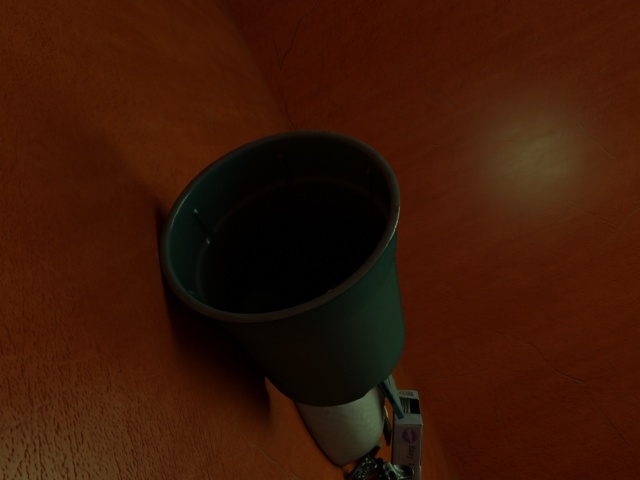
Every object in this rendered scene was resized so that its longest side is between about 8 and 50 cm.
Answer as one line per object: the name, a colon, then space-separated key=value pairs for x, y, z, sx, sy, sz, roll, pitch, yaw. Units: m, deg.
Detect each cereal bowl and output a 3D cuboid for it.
cereal bowl: x=0.040 y=0.270 z=1.443 sx=0.339 sy=0.141 sz=0.339 roll=-25 pitch=90 yaw=-83

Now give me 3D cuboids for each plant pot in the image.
plant pot: x=-0.019 y=0.068 z=1.092 sx=0.334 sy=0.341 sz=0.341 roll=67 pitch=3 yaw=-48

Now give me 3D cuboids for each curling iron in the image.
curling iron: x=0.107 y=0.483 z=1.501 sx=0.035 sy=0.068 sz=0.274 roll=42 pitch=0 yaw=20

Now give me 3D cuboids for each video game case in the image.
video game case: x=0.120 y=0.260 z=1.420 sx=0.166 sy=0.015 sz=0.119 roll=62 pitch=9 yaw=-25

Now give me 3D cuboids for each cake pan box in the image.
cake pan box: x=0.194 y=0.494 z=1.627 sx=0.246 sy=0.070 sz=0.267 roll=-63 pitch=154 yaw=-82

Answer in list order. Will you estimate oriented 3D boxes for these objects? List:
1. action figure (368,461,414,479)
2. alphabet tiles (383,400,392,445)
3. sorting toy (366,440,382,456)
action figure: x=0.095 y=0.476 z=1.177 sx=0.276 sy=0.141 sz=0.164 roll=95 pitch=-27 yaw=-47
alphabet tiles: x=0.116 y=0.303 z=1.687 sx=0.285 sy=0.011 sz=0.343 roll=82 pitch=-6 yaw=-64
sorting toy: x=0.106 y=0.421 z=1.744 sx=0.196 sy=0.047 sz=0.347 roll=66 pitch=8 yaw=10
